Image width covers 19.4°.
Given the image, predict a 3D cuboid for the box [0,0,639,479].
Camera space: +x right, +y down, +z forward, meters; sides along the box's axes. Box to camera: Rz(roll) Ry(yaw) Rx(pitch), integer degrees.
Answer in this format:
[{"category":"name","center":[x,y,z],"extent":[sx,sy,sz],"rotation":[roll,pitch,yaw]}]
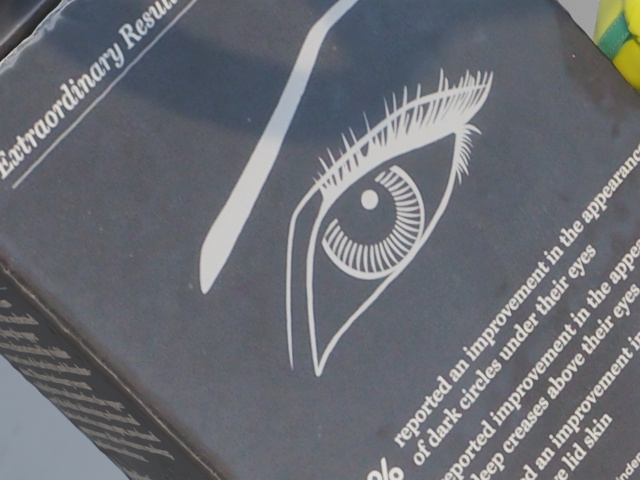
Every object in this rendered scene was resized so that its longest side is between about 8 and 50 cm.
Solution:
[{"category":"box","center":[0.000,0.000,0.498],"extent":[0.207,0.153,0.108],"rotation":[47,-17,-15]}]

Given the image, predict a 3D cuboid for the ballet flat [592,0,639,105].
[{"category":"ballet flat","center":[0.173,-0.073,0.518],"extent":[0.231,0.077,0.077],"rotation":[-11,-17,-25]}]
